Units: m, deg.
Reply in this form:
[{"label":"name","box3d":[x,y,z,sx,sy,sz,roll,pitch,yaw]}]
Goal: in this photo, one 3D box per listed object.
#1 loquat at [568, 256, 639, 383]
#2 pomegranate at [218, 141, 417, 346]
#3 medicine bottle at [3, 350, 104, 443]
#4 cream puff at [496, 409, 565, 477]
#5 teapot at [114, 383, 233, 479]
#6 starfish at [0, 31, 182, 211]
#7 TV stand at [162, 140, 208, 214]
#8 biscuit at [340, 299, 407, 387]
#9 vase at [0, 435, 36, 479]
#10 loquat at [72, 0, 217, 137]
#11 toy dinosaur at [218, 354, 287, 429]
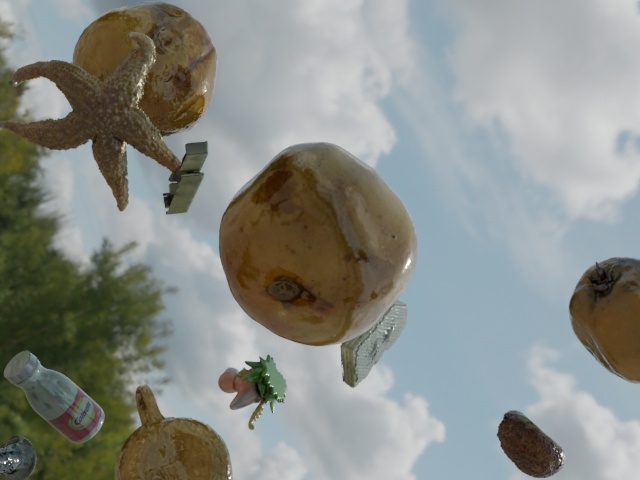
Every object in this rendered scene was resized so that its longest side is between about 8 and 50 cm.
[{"label":"loquat","box3d":[0.492,0.123,1.668,0.234,0.176,0.187,54,-22,-21]},{"label":"pomegranate","box3d":[0.000,0.000,2.136,0.417,0.416,0.417,52,-23,33]},{"label":"medicine bottle","box3d":[-0.528,0.310,2.083,0.217,0.090,0.090,51,-9,-32]},{"label":"cream puff","box3d":[0.385,0.383,1.956,0.149,0.084,0.149,43,-1,1]},{"label":"teapot","box3d":[-0.269,0.406,1.862,0.311,0.203,0.167,66,-22,8]},{"label":"starfish","box3d":[-0.356,-0.183,1.709,0.302,0.299,0.060,56,9,-14]},{"label":"TV stand","box3d":[-0.202,-0.092,1.564,0.249,0.036,0.042,135,-51,-68]},{"label":"biscuit","box3d":[0.137,0.233,2.561,0.052,0.252,0.150,23,-43,26]},{"label":"vase","box3d":[-0.406,0.266,1.247,0.059,0.059,0.167,60,13,15]},{"label":"loquat","box3d":[-0.336,-0.321,2.003,0.276,0.276,0.284,66,-21,-3]},{"label":"toy dinosaur","box3d":[-0.193,0.359,2.638,0.152,0.177,0.194,58,21,-33]}]
